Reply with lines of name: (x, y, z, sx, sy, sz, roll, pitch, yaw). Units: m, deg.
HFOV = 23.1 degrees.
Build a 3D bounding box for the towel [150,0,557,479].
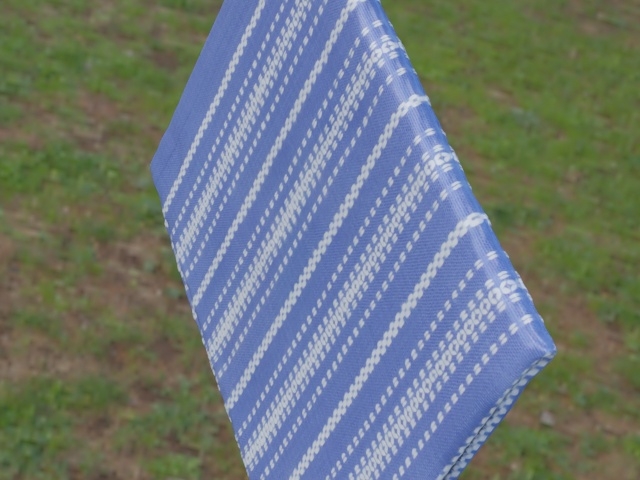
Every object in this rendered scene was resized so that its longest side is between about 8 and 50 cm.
towel: (0.000, 0.000, 0.788, 0.040, 0.243, 0.336, 2, 46, -28)
